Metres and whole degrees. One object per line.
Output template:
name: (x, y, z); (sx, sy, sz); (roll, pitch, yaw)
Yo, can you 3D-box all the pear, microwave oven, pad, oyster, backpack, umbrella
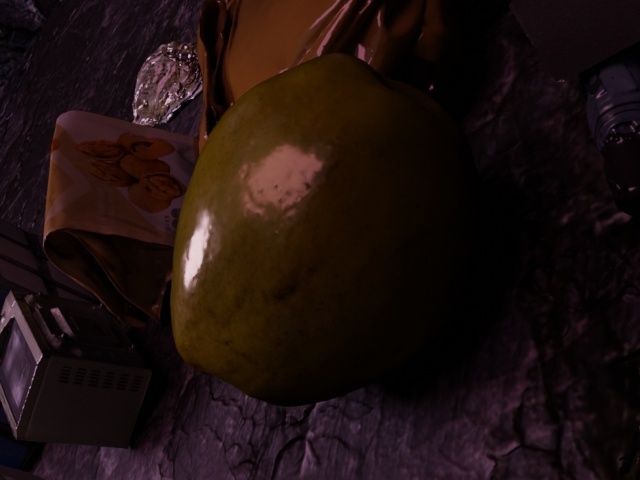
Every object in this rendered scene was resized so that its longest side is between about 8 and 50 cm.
pear: (0.000, 0.000, 0.822); (0.307, 0.253, 0.253); (-58, 31, 9)
microwave oven: (-0.318, 0.154, 1.211); (0.205, 0.163, 0.129); (35, 110, 55)
pad: (0.269, -0.216, 0.791); (0.211, 0.003, 0.143); (-27, 40, 13)
oyster: (-0.249, -0.258, 1.589); (0.177, 0.064, 0.125); (-17, 65, 35)
backpack: (0.003, -0.229, 1.060); (0.353, 0.201, 0.378); (-43, 37, 28)
umbrella: (0.239, -0.119, 0.774); (0.053, 0.052, 0.250); (-9, 48, 11)

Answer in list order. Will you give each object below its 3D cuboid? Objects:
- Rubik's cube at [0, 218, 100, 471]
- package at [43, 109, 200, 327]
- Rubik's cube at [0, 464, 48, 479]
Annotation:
Rubik's cube: (-0.528, 0.136, 1.417); (0.301, 0.305, 0.304); (-55, 33, 5)
package: (-0.276, -0.023, 1.325); (0.311, 0.221, 0.165); (-110, 37, -53)
Rubik's cube: (-0.247, 0.345, 0.710); (0.322, 0.319, 0.316); (14, 74, 22)
